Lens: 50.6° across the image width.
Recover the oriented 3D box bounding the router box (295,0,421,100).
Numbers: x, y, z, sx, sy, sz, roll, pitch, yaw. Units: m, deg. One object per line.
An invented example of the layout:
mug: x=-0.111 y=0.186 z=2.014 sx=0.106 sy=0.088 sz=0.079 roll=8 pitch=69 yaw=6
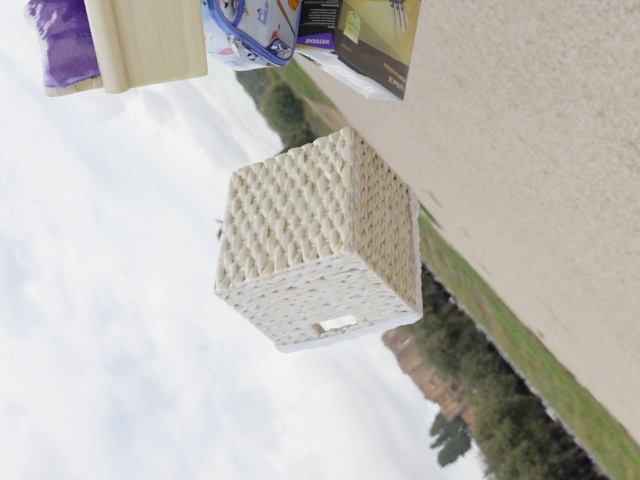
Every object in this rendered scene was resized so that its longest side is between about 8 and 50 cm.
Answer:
router box: x=0.078 y=-0.397 z=1.164 sx=0.081 sy=0.243 sz=0.309 roll=11 pitch=-178 yaw=27

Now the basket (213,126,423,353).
basket: x=0.000 y=0.000 z=1.340 sx=0.266 sy=0.328 sz=0.331 roll=46 pitch=-144 yaw=-42

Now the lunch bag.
lunch bag: x=-0.114 y=-0.396 z=0.947 sx=0.243 sy=0.115 sz=0.303 roll=16 pitch=-103 yaw=-65

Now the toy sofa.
toy sofa: x=-0.272 y=-0.308 z=0.817 sx=0.362 sy=0.177 sz=0.150 roll=-128 pitch=31 yaw=-51
